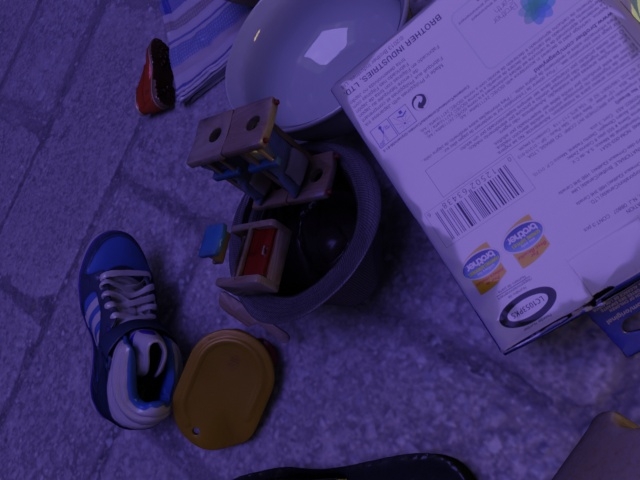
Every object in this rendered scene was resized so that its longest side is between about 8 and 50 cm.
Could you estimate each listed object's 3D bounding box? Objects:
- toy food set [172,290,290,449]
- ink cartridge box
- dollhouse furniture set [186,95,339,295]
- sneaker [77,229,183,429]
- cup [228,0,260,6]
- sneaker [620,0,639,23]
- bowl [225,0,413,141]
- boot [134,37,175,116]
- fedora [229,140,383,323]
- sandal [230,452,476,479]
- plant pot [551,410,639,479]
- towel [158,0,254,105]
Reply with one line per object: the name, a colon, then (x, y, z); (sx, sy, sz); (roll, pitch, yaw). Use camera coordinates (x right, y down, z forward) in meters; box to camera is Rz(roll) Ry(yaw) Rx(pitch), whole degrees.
toy food set: (-0.123, 0.191, 0.892); (0.128, 0.071, 0.217); (25, 96, 7)
ink cartridge box: (0.230, -0.071, 0.627); (0.270, 0.151, 0.395); (-37, 73, 21)
dollhouse furniture set: (-0.078, -0.046, 0.732); (0.129, 0.129, 0.183); (-8, 60, 39)
sneaker: (-0.277, 0.122, 0.944); (0.236, 0.130, 0.322); (-19, 72, 52)
cup: (-0.118, -0.519, 0.995); (0.331, 0.331, 0.236); (44, 129, 37)
sneaker: (0.396, -0.334, 0.672); (0.151, 0.094, 0.255); (2, 77, 33)
bowl: (0.019, -0.253, 0.882); (0.298, 0.134, 0.297); (-16, 60, 30)
boot: (-0.333, -0.320, 1.217); (0.085, 0.059, 0.157); (-18, 66, 35)
fedora: (0.000, 0.000, 0.823); (0.243, 0.124, 0.275); (-46, 44, 11)
sandal: (-0.028, 0.345, 0.739); (0.446, 0.107, 0.167); (-27, 60, 26)
plant pot: (0.243, 0.311, 0.449); (0.334, 0.334, 0.305); (24, 79, 38)
towel: (-0.217, -0.415, 1.179); (0.209, 0.034, 0.285); (-29, 59, 24)
